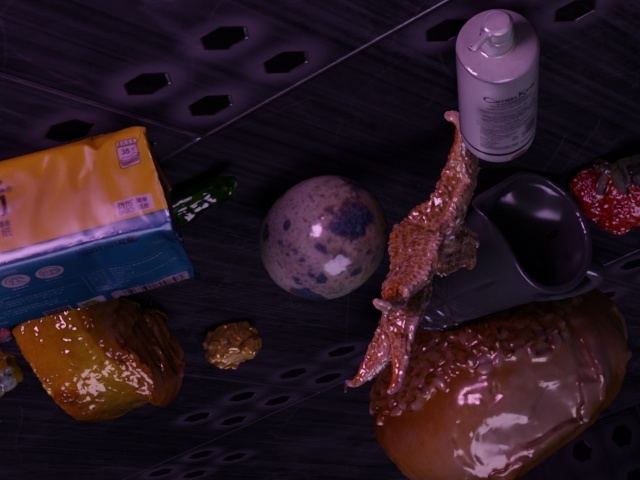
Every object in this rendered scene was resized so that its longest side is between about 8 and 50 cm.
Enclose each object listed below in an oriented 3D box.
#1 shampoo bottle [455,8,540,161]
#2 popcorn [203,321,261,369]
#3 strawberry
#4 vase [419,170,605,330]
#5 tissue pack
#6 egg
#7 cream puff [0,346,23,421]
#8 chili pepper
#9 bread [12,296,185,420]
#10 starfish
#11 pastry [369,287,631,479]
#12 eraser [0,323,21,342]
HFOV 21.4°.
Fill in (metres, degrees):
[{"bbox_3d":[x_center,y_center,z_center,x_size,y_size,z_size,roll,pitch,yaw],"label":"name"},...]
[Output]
[{"bbox_3d":[0.182,-0.167,1.737,0.085,0.085,0.262,-15,159,0],"label":"shampoo bottle"},{"bbox_3d":[-0.124,0.150,2.409,0.082,0.057,0.083,-32,152,23],"label":"popcorn"},{"bbox_3d":[0.392,-0.056,2.195,0.140,0.085,0.192,3,156,-45],"label":"strawberry"},{"bbox_3d":[0.229,0.035,2.232,0.251,0.156,0.301,20,153,-23],"label":"vase"},{"bbox_3d":[-0.281,-0.009,1.747,0.270,0.134,0.192,-15,160,-2],"label":"tissue pack"},{"bbox_3d":[0.000,0.000,1.971,0.141,0.141,0.181,-1,161,-35],"label":"egg"},{"bbox_3d":[-0.458,0.188,2.160,0.121,0.156,0.156,24,161,8],"label":"cream puff"},{"bbox_3d":[-0.176,-0.032,1.889,0.182,0.050,0.073,-18,154,1],"label":"chili pepper"},{"bbox_3d":[-0.274,0.163,2.200,0.160,0.147,0.260,-22,162,7],"label":"bread"},{"bbox_3d":[0.105,0.050,1.942,0.084,0.293,0.301,20,150,14],"label":"starfish"},{"bbox_3d":[0.255,0.193,2.467,0.409,0.245,0.409,-31,-174,4],"label":"pastry"},{"bbox_3d":[-0.395,0.107,2.147,0.027,0.019,0.099,-4,159,-28],"label":"eraser"}]
